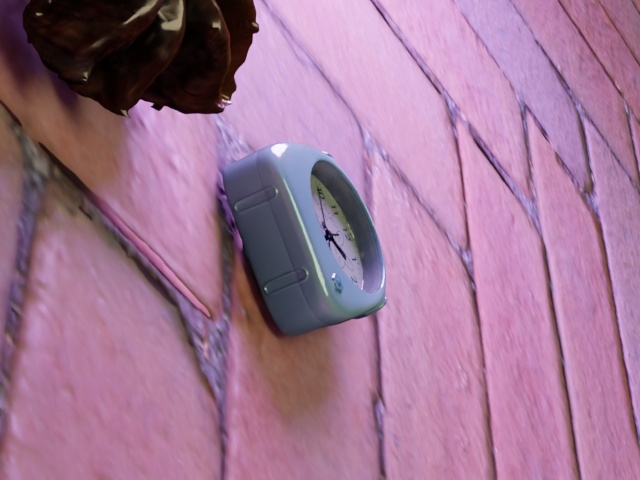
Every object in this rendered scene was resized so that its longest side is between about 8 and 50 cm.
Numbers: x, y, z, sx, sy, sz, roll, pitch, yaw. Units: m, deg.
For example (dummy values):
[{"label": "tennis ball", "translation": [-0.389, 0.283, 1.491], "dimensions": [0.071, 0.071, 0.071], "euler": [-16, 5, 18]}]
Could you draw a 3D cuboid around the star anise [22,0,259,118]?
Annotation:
[{"label": "star anise", "translation": [-0.096, -0.152, 0.902], "dimensions": [0.220, 0.125, 0.190], "euler": [85, 2, -47]}]

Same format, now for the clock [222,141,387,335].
[{"label": "clock", "translation": [0.001, 0.000, 1.067], "dimensions": [0.147, 0.045, 0.108], "euler": [1, 68, -68]}]
